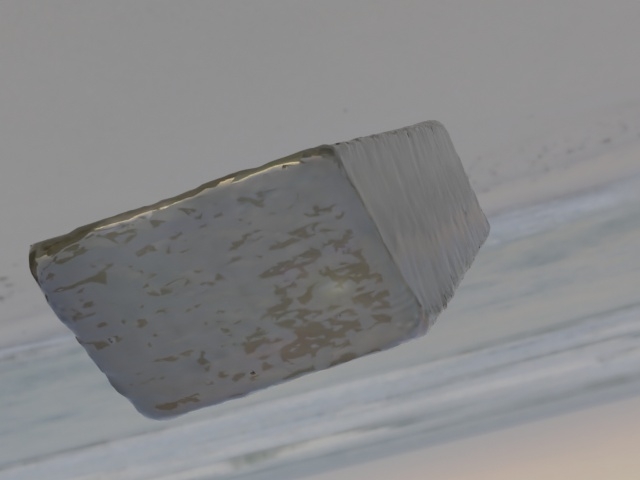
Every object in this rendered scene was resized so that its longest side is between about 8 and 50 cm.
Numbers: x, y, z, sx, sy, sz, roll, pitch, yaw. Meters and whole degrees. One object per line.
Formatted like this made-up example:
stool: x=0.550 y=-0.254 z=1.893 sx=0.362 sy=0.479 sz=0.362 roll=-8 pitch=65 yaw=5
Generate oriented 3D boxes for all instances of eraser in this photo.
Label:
eraser: x=0.000 y=-0.001 z=0.520 sx=0.111 sy=0.077 sz=0.352 roll=-20 pitch=-178 yaw=14
